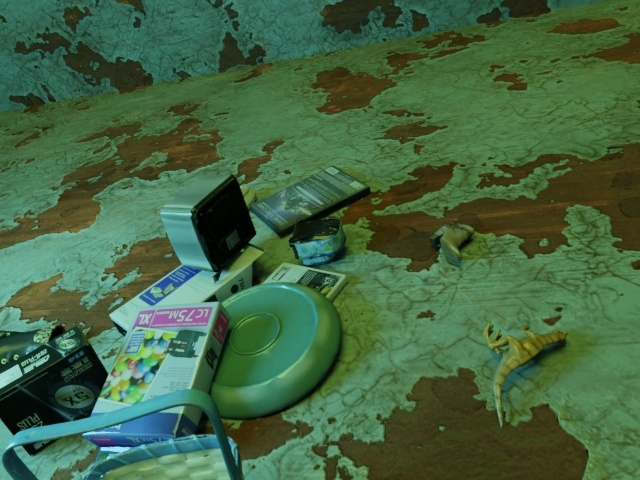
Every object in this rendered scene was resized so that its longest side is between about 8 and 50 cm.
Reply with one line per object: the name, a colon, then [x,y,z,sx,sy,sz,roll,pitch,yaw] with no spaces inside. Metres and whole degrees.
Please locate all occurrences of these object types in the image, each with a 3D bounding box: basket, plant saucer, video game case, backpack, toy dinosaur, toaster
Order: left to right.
basket: [-0.209,0.321,0.704,0.254,0.289,0.201,-15,22,7]
toaster: [-0.244,-0.032,1.251,0.110,0.168,0.186,4,37,31]
plant saucer: [-0.117,0.185,1.071,0.317,0.044,0.318,-12,38,10]
video game case: [-0.062,0.121,1.194,0.173,0.022,0.190,10,40,34]
video game case: [-0.031,-0.111,1.526,0.274,0.026,0.196,-28,35,-17]
backpack: [0.000,0.000,1.289,0.114,0.084,0.105,-9,34,20]
toy dinosaur: [0.309,0.182,0.908,0.211,0.064,0.112,-32,38,-24]

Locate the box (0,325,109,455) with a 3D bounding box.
box: [-0.481,0.269,1.030,0.180,0.148,0.077,-31,36,-24]

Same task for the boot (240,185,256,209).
boot: [-0.282,-0.108,1.532,0.095,0.124,0.258,14,43,37]

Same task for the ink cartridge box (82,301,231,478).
ink cartridge box: [-0.285,0.251,0.992,0.185,0.065,0.311,-6,49,19]

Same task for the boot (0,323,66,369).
boot: [-0.643,0.261,1.168,0.178,0.085,0.236,-9,33,5]

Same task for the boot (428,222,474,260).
boot: [0.291,-0.003,1.214,0.086,0.042,0.118,-23,34,-15]

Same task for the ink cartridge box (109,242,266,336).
ink cartridge box: [-0.278,0.113,1.258,0.165,0.065,0.332,20,48,42]
